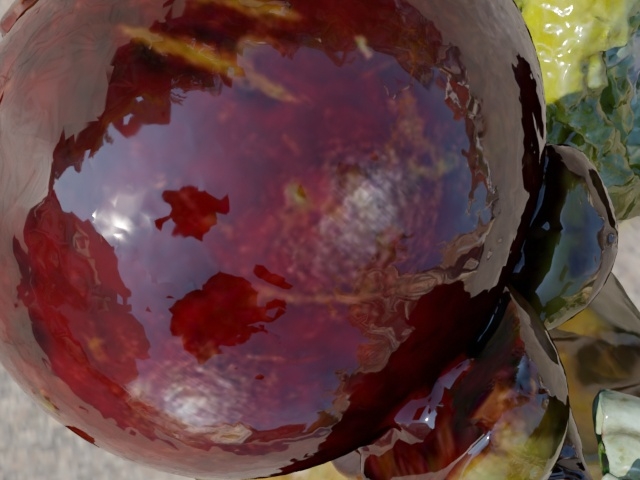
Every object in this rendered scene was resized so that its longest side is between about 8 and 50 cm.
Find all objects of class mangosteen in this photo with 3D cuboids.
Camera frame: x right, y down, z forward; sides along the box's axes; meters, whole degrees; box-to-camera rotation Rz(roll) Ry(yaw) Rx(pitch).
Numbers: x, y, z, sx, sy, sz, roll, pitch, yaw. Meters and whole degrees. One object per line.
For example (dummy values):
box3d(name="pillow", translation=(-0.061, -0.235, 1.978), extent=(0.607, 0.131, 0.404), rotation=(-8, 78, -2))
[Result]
box3d(name="mangosteen", translation=(0.000, 0.000, 0.632), extent=(0.257, 0.215, 0.215), rotation=(45, 98, -2))

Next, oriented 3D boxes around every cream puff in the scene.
box3d(name="cream puff", translation=(0.129, -0.130, 1.156), extent=(0.185, 0.282, 0.282), rotation=(-2, 115, 4))

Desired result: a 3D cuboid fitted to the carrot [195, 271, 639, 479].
box3d(name="carrot", translation=(0.066, 0.113, 0.900), extent=(0.241, 0.341, 0.241), rotation=(-22, 150, -13))

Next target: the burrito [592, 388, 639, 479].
box3d(name="burrito", translation=(0.130, 0.090, 0.583), extent=(0.118, 0.074, 0.044), rotation=(42, 114, -1))
